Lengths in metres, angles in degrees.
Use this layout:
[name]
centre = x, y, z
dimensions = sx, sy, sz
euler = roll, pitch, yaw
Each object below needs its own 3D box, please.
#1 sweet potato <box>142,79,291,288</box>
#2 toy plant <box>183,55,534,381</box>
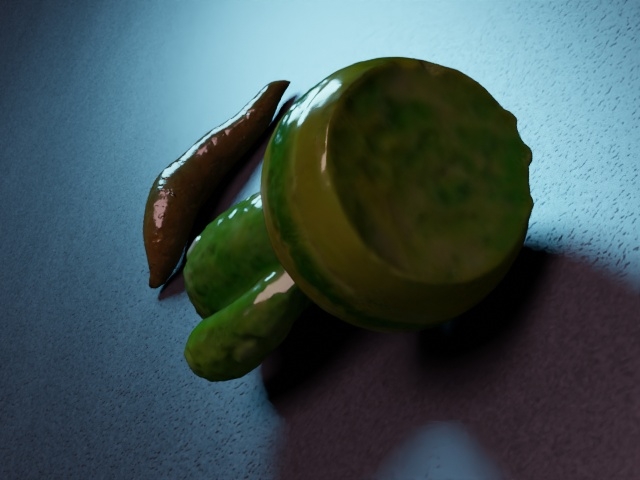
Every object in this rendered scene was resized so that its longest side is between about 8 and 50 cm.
[sweet potato]
centre = -0.115, -0.068, 1.275
dimensions = 0.069, 0.059, 0.249
euler = 18, 65, 37
[toy plant]
centre = 0.000, 0.000, 0.968
dimensions = 0.224, 0.184, 0.316
euler = -59, 15, -27
